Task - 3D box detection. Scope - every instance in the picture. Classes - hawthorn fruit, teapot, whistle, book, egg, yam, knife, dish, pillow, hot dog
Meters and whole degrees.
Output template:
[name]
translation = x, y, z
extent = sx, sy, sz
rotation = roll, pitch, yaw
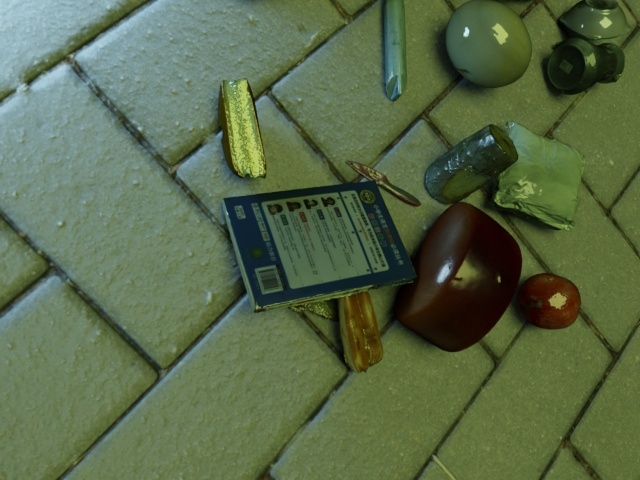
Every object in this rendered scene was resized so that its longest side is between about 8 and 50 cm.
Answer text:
[hawthorn fruit]
translation = 0.651, 0.174, 1.734
extent = 0.173, 0.173, 0.172
rotation = 4, 81, -24
[teapot]
translation = 0.843, -0.572, 1.941
extent = 0.225, 0.171, 0.203
rotation = -15, 59, -32
[whistle]
translation = 0.209, -0.546, 1.691
extent = 0.062, 0.062, 0.312
rotation = 3, 81, -24
[book]
translation = 0.000, 0.000, 1.475
extent = 0.428, 0.039, 0.299
rotation = -8, 64, -25
[egg]
translation = 0.478, -0.559, 1.729
extent = 0.269, 0.219, 0.219
rotation = 33, 70, -11
[yam]
translation = 0.418, -0.212, 1.660
extent = 0.154, 0.254, 0.153
rotation = 19, 53, -27
[knife]
translation = 0.175, -0.158, 1.643
extent = 0.247, 0.018, 0.035
rotation = 30, 74, -17
[dish]
translation = 0.906, -0.747, 1.974
extent = 0.224, 0.078, 0.246
rotation = 15, 49, 15
[pillow]
translation = 0.655, -0.189, 1.801
extent = 0.310, 0.138, 0.283
rotation = 17, 75, -19
[hot dog]
translation = 0.091, 0.204, 1.511
extent = 0.109, 0.072, 0.269
rotation = -15, 97, -35

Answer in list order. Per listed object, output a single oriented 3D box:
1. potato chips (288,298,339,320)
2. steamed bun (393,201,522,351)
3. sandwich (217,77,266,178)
[potato chips]
translation = 0.013, 0.141, 1.525
extent = 0.209, 0.026, 0.142
rotation = -22, 93, -27
[steamed bun]
translation = 0.368, 0.090, 1.570
extent = 0.235, 0.248, 0.379
rotation = 36, 71, -15
[sandwich]
translation = -0.193, -0.260, 1.456
extent = 0.090, 0.088, 0.244
rotation = -9, 90, -17
